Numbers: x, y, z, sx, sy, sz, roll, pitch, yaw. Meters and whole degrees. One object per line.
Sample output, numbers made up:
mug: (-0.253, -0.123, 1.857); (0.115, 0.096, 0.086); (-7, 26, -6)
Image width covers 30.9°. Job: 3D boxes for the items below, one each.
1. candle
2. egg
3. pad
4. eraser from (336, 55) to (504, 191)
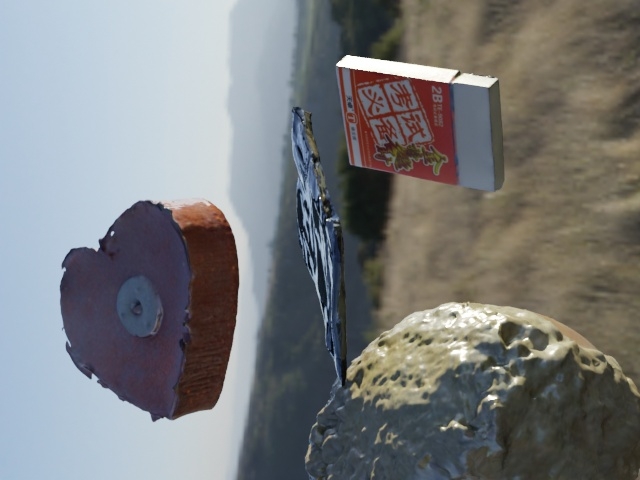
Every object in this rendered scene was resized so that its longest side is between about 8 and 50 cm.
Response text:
candle: (-0.210, 0.100, 1.574); (0.317, 0.131, 0.287); (-41, 65, 40)
egg: (0.142, 0.187, 1.054); (0.279, 0.310, 0.279); (48, -154, -33)
pad: (-0.001, 0.000, 1.082); (0.233, 0.022, 0.174); (-104, 10, -54)
eraser: (0.132, -0.156, 1.545); (0.038, 0.230, 0.157); (-44, -44, -42)
